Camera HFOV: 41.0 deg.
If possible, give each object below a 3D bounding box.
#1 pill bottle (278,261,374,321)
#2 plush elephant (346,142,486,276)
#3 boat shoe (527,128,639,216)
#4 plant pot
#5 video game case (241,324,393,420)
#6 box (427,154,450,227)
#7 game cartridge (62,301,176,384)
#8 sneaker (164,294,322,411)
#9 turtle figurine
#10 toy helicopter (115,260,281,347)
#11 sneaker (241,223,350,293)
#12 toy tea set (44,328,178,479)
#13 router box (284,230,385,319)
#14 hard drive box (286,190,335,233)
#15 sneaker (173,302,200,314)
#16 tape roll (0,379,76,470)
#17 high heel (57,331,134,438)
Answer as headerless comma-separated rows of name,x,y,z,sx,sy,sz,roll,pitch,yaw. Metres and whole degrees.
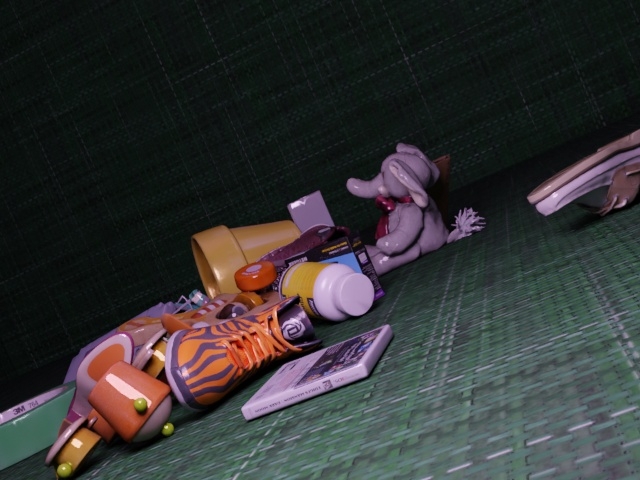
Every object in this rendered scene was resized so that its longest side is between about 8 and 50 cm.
pill bottle,0.012,0.092,1.549,0.103,0.103,0.184,-26,15,-31
plush elephant,0.179,-0.084,1.967,0.329,0.256,0.272,-23,3,16
boat shoe,0.469,-0.097,1.401,0.302,0.103,0.113,-26,-1,-27
plant pot,-0.153,0.065,2.040,0.238,0.254,0.254,-22,2,-15
video game case,0.002,0.173,1.138,0.173,0.022,0.190,-24,2,17
box,0.278,-0.100,2.163,0.021,0.201,0.164,15,25,33
game cartridge,-0.474,0.272,2.016,0.297,0.062,0.198,-29,30,15
sneaker,-0.108,0.154,1.320,0.180,0.125,0.321,-24,3,18
turtle figurine,-0.196,0.174,1.814,0.234,0.118,0.175,-22,-38,1
toy helicopter,-0.237,0.167,1.643,0.354,0.140,0.235,-11,19,16
sneaker,-0.044,0.046,1.881,0.281,0.106,0.162,-42,13,-25
toy tea set,-0.267,0.254,1.310,0.200,0.124,0.336,-54,-3,17
router box,0.026,0.070,1.658,0.178,0.133,0.046,-22,3,43
hard drive box,0.000,0.000,2.132,0.089,0.232,0.181,-24,4,-2
sneaker,-0.368,0.228,2.177,0.295,0.124,0.178,-21,-5,29
tape roll,-0.602,0.378,1.710,0.321,0.077,0.321,-23,3,1
high heel,-0.377,0.245,1.498,0.244,0.082,0.117,-64,-1,18
